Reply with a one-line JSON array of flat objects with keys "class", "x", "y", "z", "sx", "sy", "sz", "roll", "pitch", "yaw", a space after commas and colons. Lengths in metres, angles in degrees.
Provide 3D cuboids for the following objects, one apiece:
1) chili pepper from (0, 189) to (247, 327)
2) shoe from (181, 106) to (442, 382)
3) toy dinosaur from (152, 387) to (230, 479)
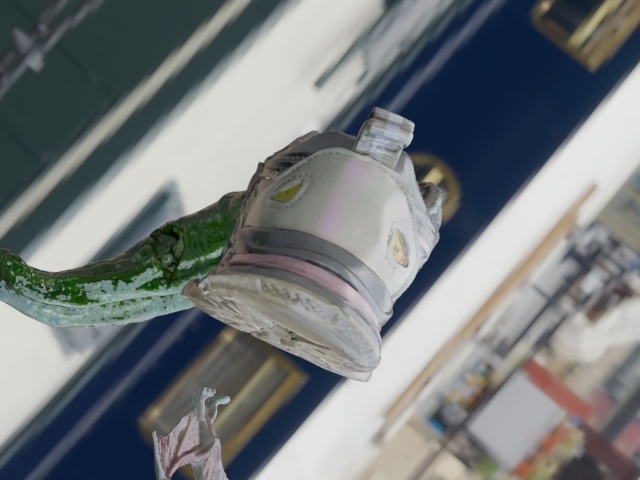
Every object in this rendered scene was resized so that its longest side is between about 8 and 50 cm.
[{"class": "chili pepper", "x": -0.086, "y": 0.010, "z": 0.936, "sx": 0.182, "sy": 0.050, "sz": 0.073, "roll": -15, "pitch": 167, "yaw": 6}, {"class": "shoe", "x": 0.000, "y": 0.000, "z": 0.705, "sx": 0.180, "sy": 0.089, "sz": 0.092, "roll": 111, "pitch": 4, "yaw": -83}, {"class": "toy dinosaur", "x": -0.095, "y": 0.176, "z": 1.391, "sx": 0.220, "sy": 0.032, "sz": 0.108, "roll": 46, "pitch": 44, "yaw": -64}]
